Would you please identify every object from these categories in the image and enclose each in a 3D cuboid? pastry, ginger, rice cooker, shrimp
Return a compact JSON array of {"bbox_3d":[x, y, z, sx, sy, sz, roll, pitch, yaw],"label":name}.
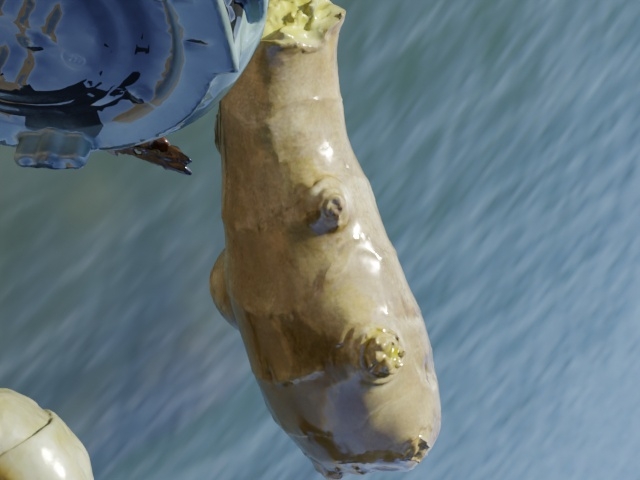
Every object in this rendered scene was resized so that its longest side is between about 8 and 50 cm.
[{"bbox_3d":[-0.226,0.169,0.957,0.156,0.156,0.092,-54,179,7],"label":"pastry"},{"bbox_3d":[-0.003,0.000,1.137,0.236,0.166,0.375,145,-59,-82],"label":"ginger"},{"bbox_3d":[-0.129,-0.210,0.750,0.316,0.317,0.264,-46,147,-19],"label":"rice cooker"},{"bbox_3d":[-0.214,-0.109,1.434,0.066,0.262,0.117,-57,155,-19],"label":"shrimp"}]
